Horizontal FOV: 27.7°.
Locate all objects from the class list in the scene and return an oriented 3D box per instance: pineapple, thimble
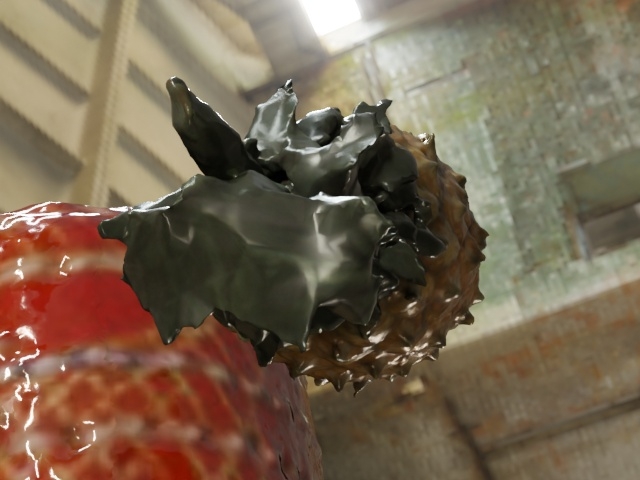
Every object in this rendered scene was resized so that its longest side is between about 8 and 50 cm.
[{"bbox_3d":[0.000,0.001,0.501,0.248,0.128,0.128,20,-130,-79],"label":"pineapple"},{"bbox_3d":[-0.161,0.152,0.794,0.350,0.350,0.230,52,-158,-52],"label":"thimble"}]
